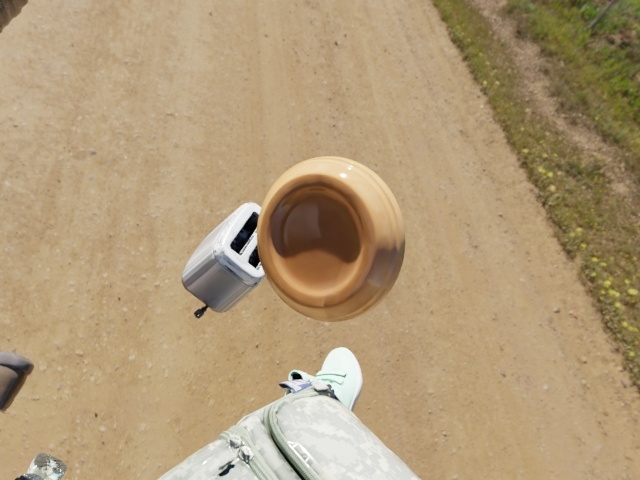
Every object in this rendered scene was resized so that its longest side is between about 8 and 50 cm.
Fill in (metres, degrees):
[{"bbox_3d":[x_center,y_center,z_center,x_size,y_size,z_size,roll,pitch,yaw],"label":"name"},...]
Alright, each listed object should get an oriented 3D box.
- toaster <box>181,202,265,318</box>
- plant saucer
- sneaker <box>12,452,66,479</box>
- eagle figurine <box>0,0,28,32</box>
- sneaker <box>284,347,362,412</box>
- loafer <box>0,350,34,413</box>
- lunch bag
[{"bbox_3d":[-0.161,0.032,0.820,0.129,0.146,0.227,42,41,-13],"label":"toaster"},{"bbox_3d":[0.000,0.000,0.512,0.200,0.200,0.037,52,25,16],"label":"plant saucer"},{"bbox_3d":[-0.702,0.631,1.039,0.110,0.283,0.122,31,77,-10],"label":"sneaker"},{"bbox_3d":[-0.326,-0.225,0.308,0.298,0.225,0.226,-38,62,-21],"label":"eagle figurine"},{"bbox_3d":[0.007,0.277,0.855,0.151,0.094,0.256,60,25,-24],"label":"sneaker"},{"bbox_3d":[-0.809,0.321,0.914,0.365,0.134,0.130,-11,53,9],"label":"loafer"},{"bbox_3d":[0.006,0.299,0.398,0.305,0.213,0.255,34,35,33],"label":"lunch bag"}]
